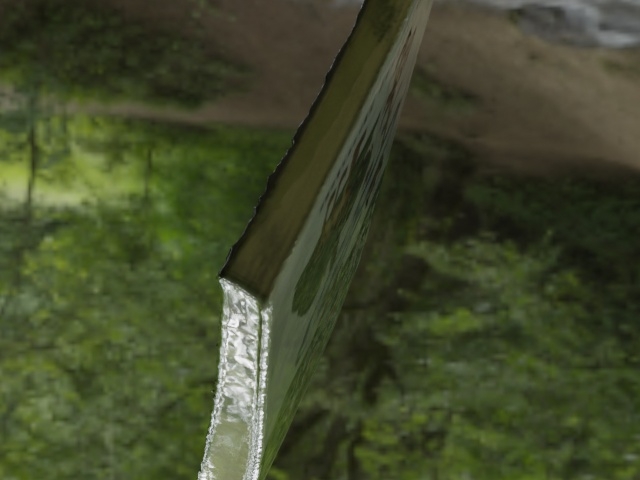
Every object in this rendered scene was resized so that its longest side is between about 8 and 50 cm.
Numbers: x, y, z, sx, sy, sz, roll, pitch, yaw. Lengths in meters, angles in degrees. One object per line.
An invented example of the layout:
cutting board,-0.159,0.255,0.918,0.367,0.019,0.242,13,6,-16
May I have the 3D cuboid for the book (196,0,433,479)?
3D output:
book,0.000,0.000,0.768,0.043,0.260,0.371,23,155,5
